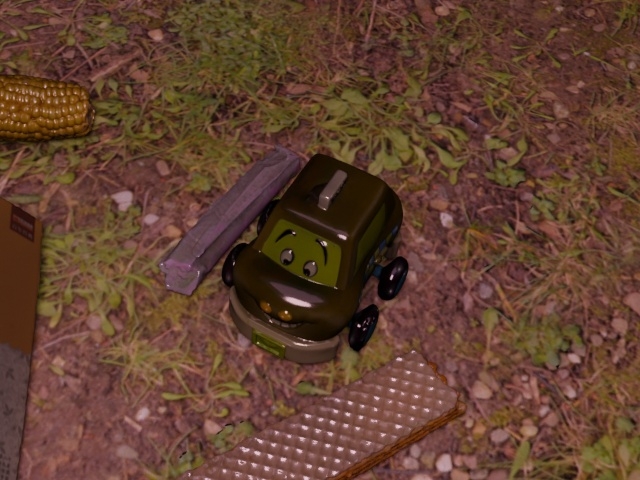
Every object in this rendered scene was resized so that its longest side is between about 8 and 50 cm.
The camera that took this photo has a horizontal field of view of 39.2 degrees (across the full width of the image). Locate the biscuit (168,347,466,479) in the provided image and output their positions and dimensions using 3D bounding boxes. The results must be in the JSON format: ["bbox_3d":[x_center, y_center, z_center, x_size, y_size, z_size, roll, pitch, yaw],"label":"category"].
[{"bbox_3d":[-0.006,0.232,0.982,0.379,0.054,0.094,-24,60,-22],"label":"biscuit"}]

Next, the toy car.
[{"bbox_3d":[0.000,0.000,1.066,0.204,0.198,0.248,26,56,12],"label":"toy car"}]

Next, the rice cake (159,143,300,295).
[{"bbox_3d":[-0.112,-0.033,1.174,0.055,0.049,0.270,14,49,32],"label":"rice cake"}]

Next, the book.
[{"bbox_3d":[-0.407,0.087,0.929,0.032,0.269,0.389,-21,56,23],"label":"book"}]

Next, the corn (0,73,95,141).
[{"bbox_3d":[-0.467,-0.180,1.216,0.310,0.101,0.101,4,53,-4],"label":"corn"}]
